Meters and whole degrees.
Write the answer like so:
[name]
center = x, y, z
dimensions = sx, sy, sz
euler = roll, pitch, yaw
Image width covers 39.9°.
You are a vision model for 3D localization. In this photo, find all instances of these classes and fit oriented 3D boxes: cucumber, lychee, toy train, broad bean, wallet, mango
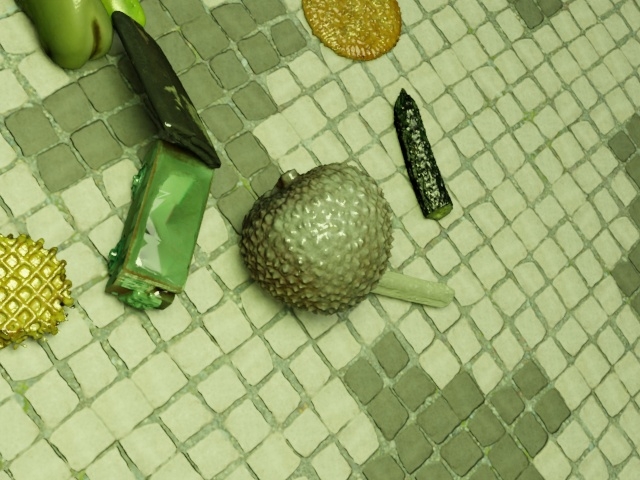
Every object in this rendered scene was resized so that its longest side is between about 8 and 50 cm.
[cucumber]
center = 0.215, -0.190, 1.920
dimensions = 0.072, 0.072, 0.300
euler = -11, 78, -29
[lychee]
center = 0.000, -0.002, 1.622
dimensions = 0.300, 0.300, 0.299
euler = 8, 71, -25
[toy train]
center = -0.282, -0.039, 1.572
dimensions = 0.129, 0.159, 0.326
euler = 22, 65, -22
[broad bean]
center = -0.478, -0.435, 1.576
dimensions = 0.121, 0.189, 0.263
euler = -47, 111, -33
[wallet]
center = -0.275, -0.274, 1.584
dimensions = 0.044, 0.170, 0.321
euler = -35, 57, 7
[mango]
center = -0.383, -0.449, 1.702
dimensions = 0.108, 0.056, 0.073
euler = 42, 69, -14

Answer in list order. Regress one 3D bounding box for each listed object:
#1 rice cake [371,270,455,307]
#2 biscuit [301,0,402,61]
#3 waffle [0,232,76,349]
[rice cake]
center = 0.156, 0.093, 1.813
dimensions = 0.256, 0.057, 0.052
euler = 14, 86, -23
[biscuit]
center = 0.074, -0.517, 1.969
dimensions = 0.254, 0.035, 0.253
euler = 8, 71, -24
[waffle]
center = -0.514, 0.084, 1.468
dimensions = 0.193, 0.070, 0.197
euler = -12, 83, -30
